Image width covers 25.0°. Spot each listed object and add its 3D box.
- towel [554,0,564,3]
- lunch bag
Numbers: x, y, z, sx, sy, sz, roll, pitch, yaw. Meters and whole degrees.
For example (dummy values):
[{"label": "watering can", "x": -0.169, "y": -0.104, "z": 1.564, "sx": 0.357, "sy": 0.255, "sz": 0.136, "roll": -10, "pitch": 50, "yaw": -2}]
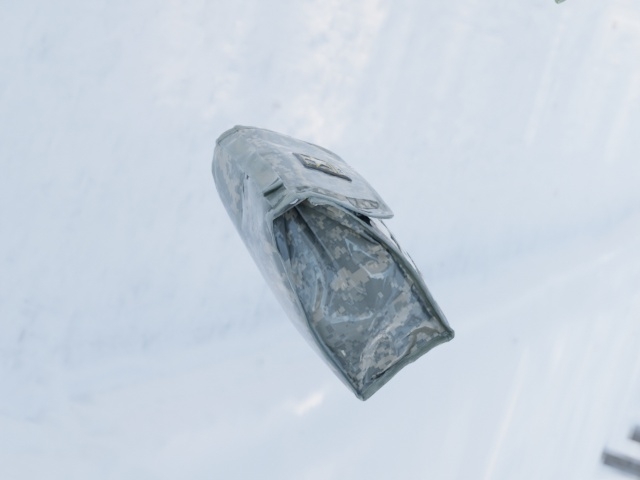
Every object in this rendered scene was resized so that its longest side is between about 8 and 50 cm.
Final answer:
[{"label": "towel", "x": 0.404, "y": -0.457, "z": 2.290, "sx": 0.110, "sy": 0.027, "sz": 0.148, "roll": -31, "pitch": 128, "yaw": -10}, {"label": "lunch bag", "x": 0.000, "y": 0.000, "z": 1.678, "sx": 0.169, "sy": 0.235, "sz": 0.287, "roll": -36, "pitch": 121, "yaw": -2}]
